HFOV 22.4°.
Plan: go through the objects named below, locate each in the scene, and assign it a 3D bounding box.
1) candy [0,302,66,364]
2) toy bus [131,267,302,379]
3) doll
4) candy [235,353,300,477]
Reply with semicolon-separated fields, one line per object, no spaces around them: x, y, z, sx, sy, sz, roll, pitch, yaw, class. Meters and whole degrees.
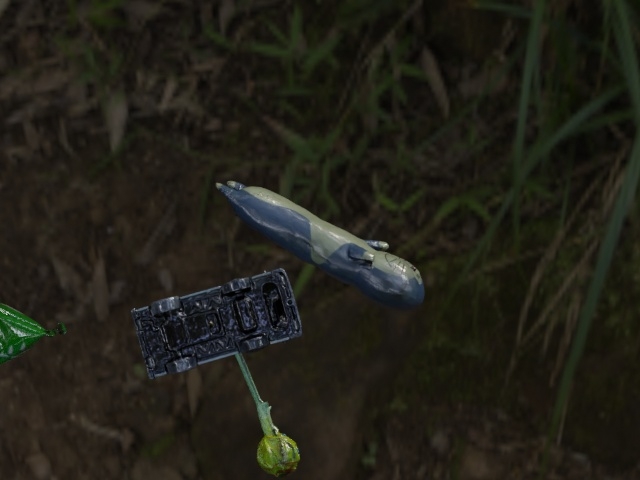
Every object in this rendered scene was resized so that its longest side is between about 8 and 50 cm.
-0.380;0.100;1.761;0.203;0.078;0.141;-5;13;-10;candy
-0.078;0.064;1.253;0.123;0.075;0.060;-16;88;-2;toy bus
0.000;0.000;0.844;0.125;0.027;0.037;31;16;12;doll
-0.082;0.225;2.159;0.058;0.062;0.194;-22;90;-39;candy
